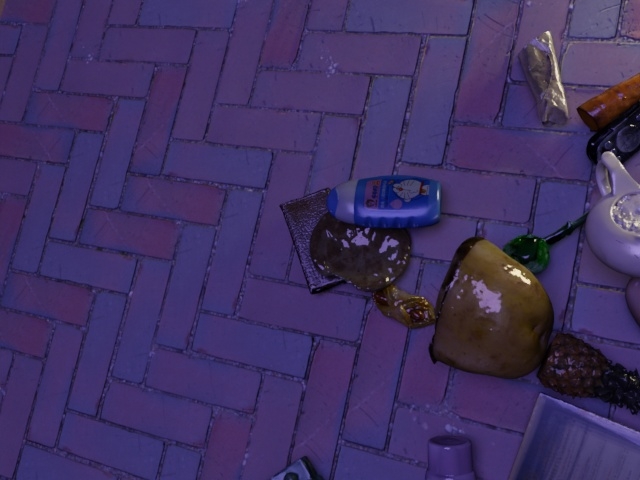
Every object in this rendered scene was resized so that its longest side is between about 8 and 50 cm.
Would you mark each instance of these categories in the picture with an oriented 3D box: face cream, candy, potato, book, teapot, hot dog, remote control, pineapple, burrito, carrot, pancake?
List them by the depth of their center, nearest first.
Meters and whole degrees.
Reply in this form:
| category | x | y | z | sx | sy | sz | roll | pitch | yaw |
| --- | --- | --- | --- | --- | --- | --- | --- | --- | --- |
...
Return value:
| category | x | y | z | sx | sy | sz | roll | pitch | yaw |
| --- | --- | --- | --- | --- | --- | --- | --- | --- | --- |
| teapot | 0.615 | -0.040 | 1.433 | 0.208 | 0.166 | 0.299 | -28 | 55 | 6 |
| book | 0.548 | 0.461 | 1.443 | 0.323 | 0.018 | 0.228 | 21 | 96 | 26 |
| pineapple | 0.561 | 0.279 | 1.454 | 0.248 | 0.128 | 0.128 | 23 | 87 | 19 |
| potato | 0.356 | 0.157 | 1.492 | 0.243 | 0.242 | 0.285 | 24 | 96 | 25 |
| face cream | 0.272 | 0.549 | 1.526 | 0.154 | 0.096 | 0.273 | -1 | 90 | 20 |
| remote control | 0.675 | -0.255 | 1.555 | 0.266 | 0.090 | 0.066 | -41 | 28 | 5 |
| candy | 0.530 | -0.028 | 1.565 | 0.324 | 0.097 | 0.097 | -34 | 67 | 3 |
| carrot | 0.655 | -0.314 | 1.575 | 0.205 | 0.072 | 0.072 | -34 | 67 | 11 |
| burrito | 0.500 | -0.361 | 1.654 | 0.087 | 0.060 | 0.225 | -14 | 72 | 13 |
| hot dog | 0.183 | 0.150 | 1.663 | 0.169 | 0.061 | 0.078 | 21 | 87 | 25 |
| face cream | 0.144 | -0.090 | 1.699 | 0.264 | 0.083 | 0.149 | 0 | 48 | 12 |
| pancake | 0.092 | 0.016 | 1.721 | 0.236 | 0.042 | 0.222 | 4 | 63 | 11 |

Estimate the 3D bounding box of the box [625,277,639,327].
| category | x | y | z | sx | sy | sz | roll | pitch | yaw |
| --- | --- | --- | --- | --- | --- | --- | --- | --- | --- |
| box | 0.694 | 0.138 | 1.441 | 0.146 | 0.088 | 0.200 | -36 | 66 | 10 |

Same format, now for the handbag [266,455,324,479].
| category | x | y | z | sx | sy | sz | roll | pitch | yaw |
| --- | --- | --- | --- | --- | --- | --- | --- | --- | --- |
| handbag | -0.078 | 0.658 | 1.629 | 0.274 | 0.100 | 0.268 | -37 | 66 | 11 |

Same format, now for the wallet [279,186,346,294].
| category | x | y | z | sx | sy | sz | roll | pitch | yaw |
| --- | --- | --- | --- | --- | --- | --- | --- | --- | --- |
| wallet | 0.000 | 0.000 | 1.784 | 0.133 | 0.039 | 0.243 | -22 | 71 | 3 |
